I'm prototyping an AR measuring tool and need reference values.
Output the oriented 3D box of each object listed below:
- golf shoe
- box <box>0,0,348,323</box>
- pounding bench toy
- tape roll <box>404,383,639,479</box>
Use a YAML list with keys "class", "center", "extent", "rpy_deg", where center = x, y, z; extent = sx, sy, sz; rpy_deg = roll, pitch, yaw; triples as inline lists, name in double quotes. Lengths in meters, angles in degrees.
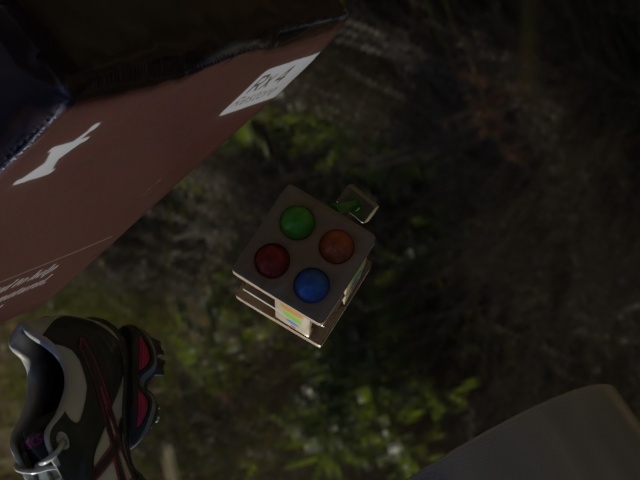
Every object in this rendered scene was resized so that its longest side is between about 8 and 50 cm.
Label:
- class: "golf shoe"
  center: [-0.178, 0.186, 1.129]
  extent: [0.105, 0.273, 0.120]
  rpy_deg: [-25, 152, 32]
- class: "box"
  center: [-0.137, -0.084, 0.451]
  extent: [0.167, 0.203, 0.168]
  rpy_deg: [-39, 175, 27]
- class: "pounding bench toy"
  center: [0.000, 0.000, 0.763]
  extent: [0.083, 0.052, 0.065]
  rpy_deg: [-57, 173, -14]
- class: "tape roll"
  center: [0.094, 0.206, 0.759]
  extent: [0.246, 0.169, 0.246]
  rpy_deg: [-29, 160, -12]
